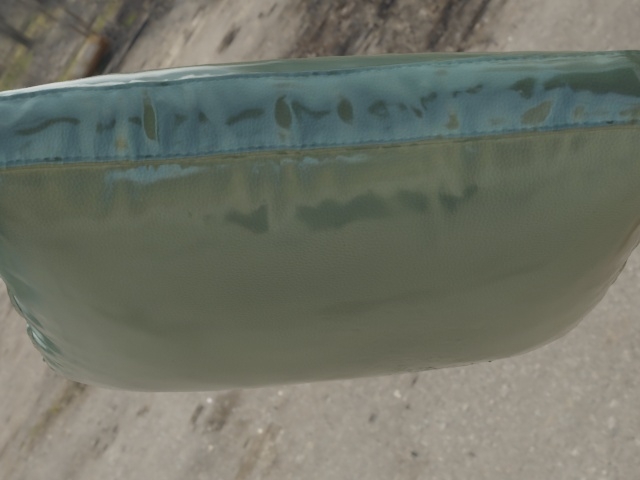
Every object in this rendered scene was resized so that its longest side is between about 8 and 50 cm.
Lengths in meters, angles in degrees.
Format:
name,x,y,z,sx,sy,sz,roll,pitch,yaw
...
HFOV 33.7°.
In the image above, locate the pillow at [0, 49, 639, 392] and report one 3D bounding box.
name,x,y,z,sx,sy,sz,roll,pitch,yaw
pillow,0.000,0.000,0.534,0.255,0.322,0.120,94,172,-63
